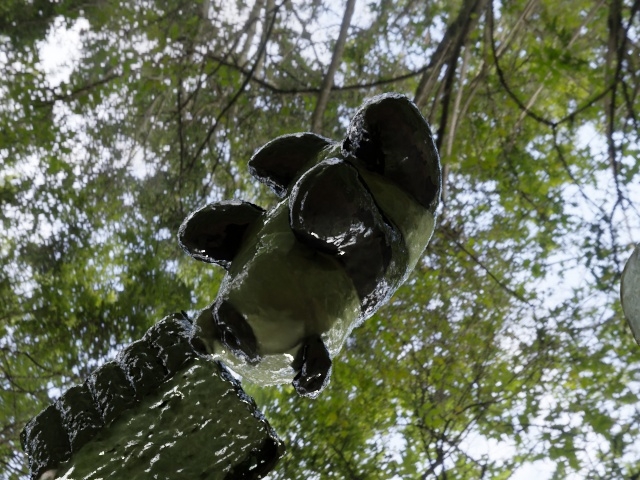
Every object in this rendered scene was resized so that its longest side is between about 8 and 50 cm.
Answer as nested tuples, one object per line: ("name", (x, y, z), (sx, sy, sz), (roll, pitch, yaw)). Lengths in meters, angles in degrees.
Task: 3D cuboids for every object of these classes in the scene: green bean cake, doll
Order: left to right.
("green bean cake", (-0.200, 0.248, 0.793), (0.255, 0.241, 0.132), (-39, -140, -10))
("doll", (0.002, -0.001, 0.453), (0.135, 0.143, 0.234), (59, -135, -18))

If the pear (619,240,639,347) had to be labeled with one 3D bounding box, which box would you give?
("pear", (0.302, 0.039, 0.465), (0.104, 0.141, 0.141), (6, -120, -19))
